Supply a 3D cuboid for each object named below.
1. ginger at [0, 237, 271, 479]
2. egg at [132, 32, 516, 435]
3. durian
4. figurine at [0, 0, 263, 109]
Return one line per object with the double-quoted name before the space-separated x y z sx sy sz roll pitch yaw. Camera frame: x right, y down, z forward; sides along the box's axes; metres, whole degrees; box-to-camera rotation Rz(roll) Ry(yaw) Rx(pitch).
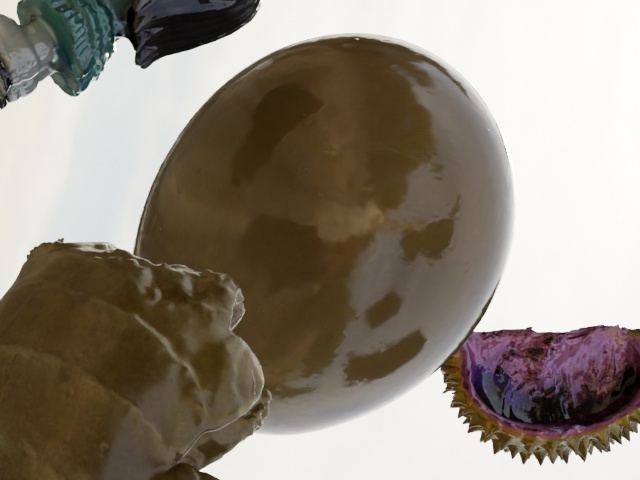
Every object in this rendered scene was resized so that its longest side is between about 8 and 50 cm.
"ginger" -0.159 0.185 1.171 0.166 0.236 0.375 -157 -93 -76
"egg" 0.000 0.000 1.562 0.374 0.301 0.301 -53 -154 29
"durian" 0.246 0.173 1.958 0.186 0.260 0.154 103 -19 -70
"figurine" -0.144 -0.182 1.380 0.110 0.245 0.138 56 -21 8
